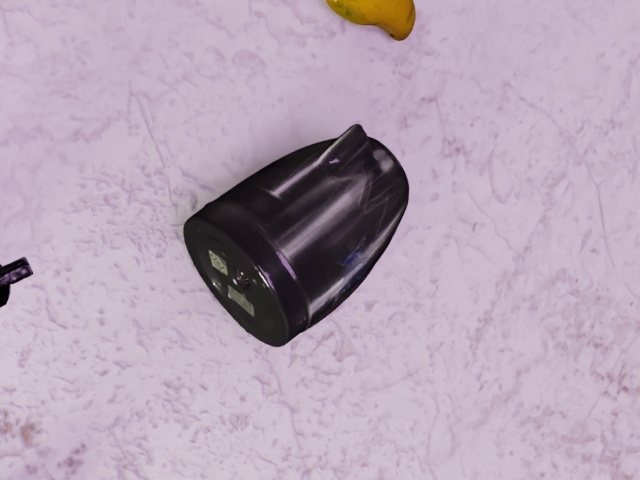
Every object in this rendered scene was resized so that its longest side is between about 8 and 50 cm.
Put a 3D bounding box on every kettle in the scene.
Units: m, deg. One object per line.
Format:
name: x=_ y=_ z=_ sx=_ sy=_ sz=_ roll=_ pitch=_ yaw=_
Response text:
kettle: x=0.000 y=0.000 z=1.587 sx=0.324 sy=0.228 sz=0.320 roll=-38 pitch=141 yaw=-24

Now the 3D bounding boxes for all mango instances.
mango: x=0.079 y=-0.375 z=1.631 sx=0.190 sy=0.075 sz=0.098 roll=20 pitch=103 yaw=-35

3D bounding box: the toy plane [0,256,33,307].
toy plane: x=-0.539 y=0.091 z=1.313 sx=0.382 sy=0.155 sz=0.106 roll=-15 pitch=107 yaw=-10
